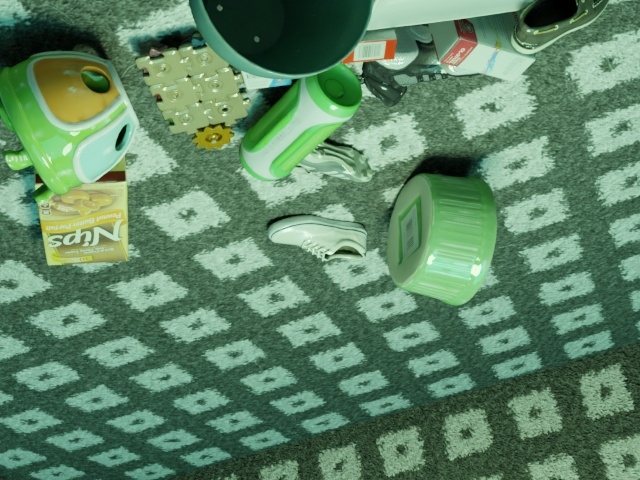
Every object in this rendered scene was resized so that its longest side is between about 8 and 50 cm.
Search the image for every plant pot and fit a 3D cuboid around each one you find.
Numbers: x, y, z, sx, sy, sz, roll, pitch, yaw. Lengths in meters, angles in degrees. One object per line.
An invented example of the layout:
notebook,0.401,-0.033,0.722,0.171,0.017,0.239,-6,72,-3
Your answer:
plant pot,-0.087,-0.385,1.455,0.290,0.290,0.195,5,176,-23

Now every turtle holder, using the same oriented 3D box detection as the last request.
turtle holder,-0.443,-0.197,1.651,0.227,0.243,0.320,-26,140,-7

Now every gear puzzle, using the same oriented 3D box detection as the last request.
gear puzzle,-0.228,-0.279,1.772,0.175,0.044,0.339,-13,151,2

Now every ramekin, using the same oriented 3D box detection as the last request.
ramekin,0.268,-0.011,2.110,0.148,0.303,0.303,10,144,-16

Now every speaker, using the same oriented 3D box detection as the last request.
speaker,-0.044,-0.228,1.793,0.131,0.131,0.296,11,150,-31

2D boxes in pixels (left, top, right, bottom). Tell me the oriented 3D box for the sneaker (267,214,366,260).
sneaker,0.000,0.000,2.234,0.258,0.091,0.094,2,147,-20

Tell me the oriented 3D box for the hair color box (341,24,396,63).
hair color box,0.067,-0.380,1.564,0.093,0.167,0.053,-6,148,-7

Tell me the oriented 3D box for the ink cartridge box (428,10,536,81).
ink cartridge box,0.293,-0.374,1.678,0.175,0.128,0.072,9,145,-28

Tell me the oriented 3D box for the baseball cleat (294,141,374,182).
baseball cleat,0.016,-0.170,2.004,0.205,0.072,0.109,24,149,-36

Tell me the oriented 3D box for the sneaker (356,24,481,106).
sneaker,0.192,-0.330,1.753,0.268,0.101,0.153,2,151,-21

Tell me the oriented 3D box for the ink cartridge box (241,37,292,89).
ink cartridge box,-0.105,-0.339,1.685,0.088,0.052,0.122,-5,150,6

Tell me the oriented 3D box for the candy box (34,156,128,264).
candy box,-0.511,-0.064,1.985,0.182,0.088,0.316,-2,148,-13

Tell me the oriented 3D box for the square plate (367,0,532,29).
square plate,0.258,-0.474,1.424,0.344,0.049,0.347,-14,156,-25

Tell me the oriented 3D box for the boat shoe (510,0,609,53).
boat shoe,0.440,-0.415,1.633,0.227,0.081,0.069,-36,164,-12
